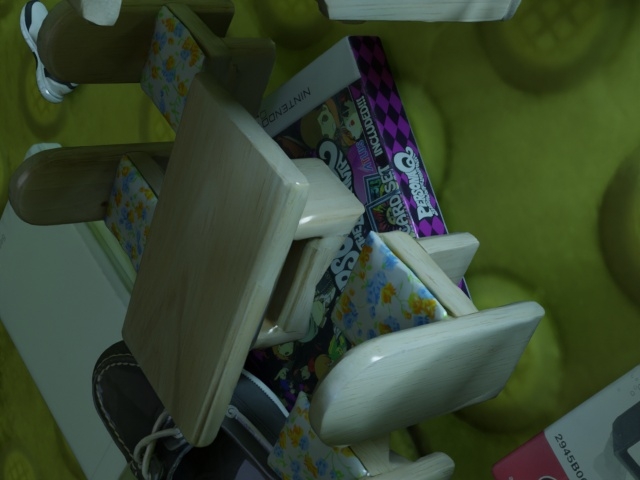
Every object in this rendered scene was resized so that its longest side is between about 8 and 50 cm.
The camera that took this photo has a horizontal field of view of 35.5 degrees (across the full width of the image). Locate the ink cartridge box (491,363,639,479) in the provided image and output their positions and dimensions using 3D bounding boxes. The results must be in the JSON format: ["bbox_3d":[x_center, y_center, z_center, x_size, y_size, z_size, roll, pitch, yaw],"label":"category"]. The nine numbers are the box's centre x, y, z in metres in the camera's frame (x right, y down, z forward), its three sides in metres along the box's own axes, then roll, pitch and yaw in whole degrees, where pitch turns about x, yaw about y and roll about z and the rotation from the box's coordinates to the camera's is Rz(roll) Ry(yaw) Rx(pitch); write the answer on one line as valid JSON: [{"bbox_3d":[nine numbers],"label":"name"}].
[{"bbox_3d":[0.216,0.125,0.503,0.218,0.092,0.158,-46,63,36],"label":"ink cartridge box"}]

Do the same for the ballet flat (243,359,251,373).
[{"bbox_3d":[-0.086,0.167,0.840,0.073,0.080,0.232,-165,76,-72],"label":"ballet flat"}]

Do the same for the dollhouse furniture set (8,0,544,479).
[{"bbox_3d":[-0.076,-0.047,0.571,0.362,0.256,0.394,49,132,35],"label":"dollhouse furniture set"}]

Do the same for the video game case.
[{"bbox_3d":[0.000,0.000,0.741,0.210,0.042,0.232,-28,75,45],"label":"video game case"}]

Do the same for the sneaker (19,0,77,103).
[{"bbox_3d":[-0.264,-0.192,0.996,0.044,0.040,0.109,-25,80,27],"label":"sneaker"}]

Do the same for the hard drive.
[{"bbox_3d":[-0.237,0.080,0.992,0.307,0.040,0.203,52,127,28],"label":"hard drive"}]

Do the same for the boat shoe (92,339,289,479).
[{"bbox_3d":[-0.054,0.181,0.721,0.335,0.095,0.112,35,109,19],"label":"boat shoe"}]
